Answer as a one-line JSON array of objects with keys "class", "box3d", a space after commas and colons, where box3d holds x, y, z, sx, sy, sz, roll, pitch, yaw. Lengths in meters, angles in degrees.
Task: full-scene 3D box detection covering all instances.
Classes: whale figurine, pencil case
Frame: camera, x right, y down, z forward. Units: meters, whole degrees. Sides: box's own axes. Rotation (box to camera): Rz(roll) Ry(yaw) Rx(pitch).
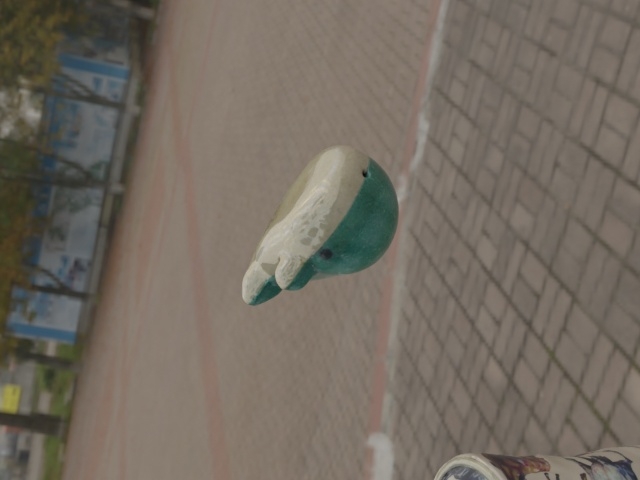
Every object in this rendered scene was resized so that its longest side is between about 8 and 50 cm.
[{"class": "whale figurine", "box3d": [0.000, 0.000, 1.405, 0.272, 0.141, 0.216, -47, 17, 40]}, {"class": "pencil case", "box3d": [0.319, 0.321, 1.241, 0.183, 0.410, 0.160, -19, 71, 56]}]
